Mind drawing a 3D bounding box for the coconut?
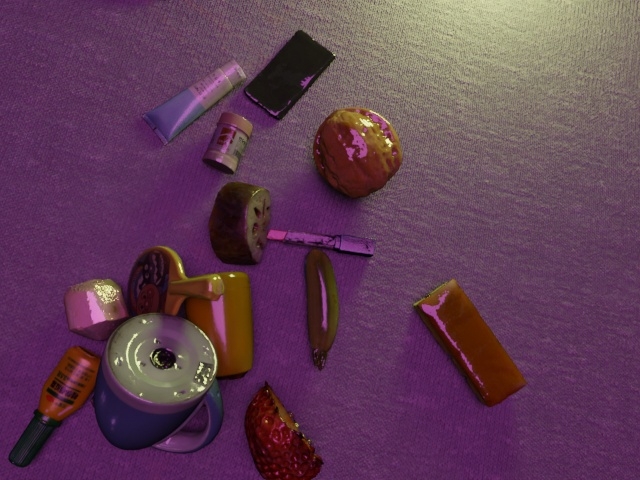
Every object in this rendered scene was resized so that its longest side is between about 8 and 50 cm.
[{"bbox_3d":[-0.576,0.183,1.326,0.147,0.147,0.152,-15,80,-10],"label":"coconut"}]

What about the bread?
[{"bbox_3d":[0.425,0.295,1.478,0.138,0.077,0.361,-33,86,-13],"label":"bread"}]

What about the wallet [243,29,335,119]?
[{"bbox_3d":[-0.094,-0.506,1.573,0.146,0.030,0.285,39,78,-3],"label":"wallet"}]

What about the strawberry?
[{"bbox_3d":[-0.107,0.507,1.272,0.150,0.280,0.253,-35,96,-10],"label":"strawberry"}]

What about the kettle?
[{"bbox_3d":[-0.386,0.391,1.235,0.320,0.342,0.247,29,33,-4],"label":"kettle"}]

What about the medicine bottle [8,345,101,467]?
[{"bbox_3d":[-0.668,0.419,1.302,0.111,0.076,0.308,31,78,0],"label":"medicine bottle"}]

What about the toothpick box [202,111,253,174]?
[{"bbox_3d":[-0.264,-0.276,1.471,0.099,0.098,0.148,21,79,-4],"label":"toothpick box"}]

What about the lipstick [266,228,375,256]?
[{"bbox_3d":[0.000,0.000,1.486,0.312,0.051,0.051,8,80,-5],"label":"lipstick"}]

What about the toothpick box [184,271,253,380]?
[{"bbox_3d":[-0.260,0.224,1.347,0.175,0.175,0.271,-6,83,-9],"label":"toothpick box"}]

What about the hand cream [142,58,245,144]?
[{"bbox_3d":[-0.361,-0.410,1.510,0.312,0.070,0.111,-37,88,-5],"label":"hand cream"}]

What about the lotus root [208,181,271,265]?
[{"bbox_3d":[-0.221,-0.051,1.418,0.119,0.138,0.234,5,84,23],"label":"lotus root"}]

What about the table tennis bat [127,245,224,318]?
[{"bbox_3d":[-0.379,0.121,1.294,0.054,0.369,0.224,15,76,-51],"label":"table tennis bat"}]

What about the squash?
[{"bbox_3d":[0.007,0.188,1.434,0.095,0.094,0.340,-1,78,-8],"label":"squash"}]

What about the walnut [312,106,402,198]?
[{"bbox_3d":[0.100,-0.251,1.452,0.257,0.224,0.256,3,103,12],"label":"walnut"}]
